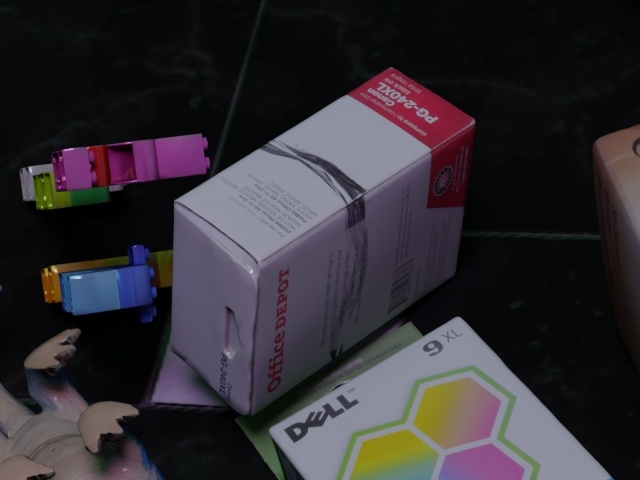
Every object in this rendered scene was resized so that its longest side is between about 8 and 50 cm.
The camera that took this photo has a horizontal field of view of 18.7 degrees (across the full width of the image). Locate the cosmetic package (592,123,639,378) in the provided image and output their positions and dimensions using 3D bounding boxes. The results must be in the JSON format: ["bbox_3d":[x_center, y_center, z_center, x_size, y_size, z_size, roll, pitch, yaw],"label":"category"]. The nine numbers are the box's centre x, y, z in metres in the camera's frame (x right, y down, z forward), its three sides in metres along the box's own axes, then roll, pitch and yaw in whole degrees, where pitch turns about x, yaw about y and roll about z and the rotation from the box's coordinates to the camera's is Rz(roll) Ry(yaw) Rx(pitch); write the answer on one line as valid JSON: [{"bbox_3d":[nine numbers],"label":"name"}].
[{"bbox_3d":[0.225,0.085,0.822,0.129,0.153,0.296,-17,46,-2],"label":"cosmetic package"}]

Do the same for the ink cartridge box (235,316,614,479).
[{"bbox_3d":[0.050,0.107,0.897,0.109,0.062,0.209,-30,49,-13],"label":"ink cartridge box"}]

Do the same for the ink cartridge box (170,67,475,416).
[{"bbox_3d":[0.000,0.000,0.951,0.150,0.109,0.063,-33,56,-32],"label":"ink cartridge box"}]

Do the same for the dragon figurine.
[{"bbox_3d":[-0.107,0.125,0.897,0.085,0.144,0.289,-35,32,-17],"label":"dragon figurine"}]

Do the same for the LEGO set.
[{"bbox_3d":[-0.093,-0.005,0.994,0.093,0.087,0.227,-8,3,-14],"label":"LEGO set"}]
